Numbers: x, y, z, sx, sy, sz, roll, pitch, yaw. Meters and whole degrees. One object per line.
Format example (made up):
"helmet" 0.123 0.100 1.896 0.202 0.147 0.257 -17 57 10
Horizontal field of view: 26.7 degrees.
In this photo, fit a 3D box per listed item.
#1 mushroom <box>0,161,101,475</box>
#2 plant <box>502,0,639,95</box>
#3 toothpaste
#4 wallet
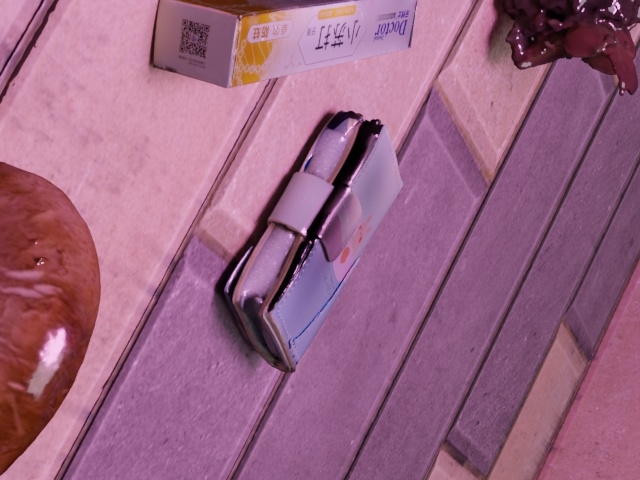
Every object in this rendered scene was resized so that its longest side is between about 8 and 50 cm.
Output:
"mushroom" -0.241 0.086 0.935 0.286 0.151 0.156 -61 153 -13
"plant" 0.330 -0.307 1.685 0.178 0.204 0.234 -5 104 -52
"toothpaste" -0.021 -0.191 1.212 0.313 0.089 0.071 -22 125 -56
"wallet" 0.000 0.000 1.424 0.250 0.075 0.176 -59 157 -19
